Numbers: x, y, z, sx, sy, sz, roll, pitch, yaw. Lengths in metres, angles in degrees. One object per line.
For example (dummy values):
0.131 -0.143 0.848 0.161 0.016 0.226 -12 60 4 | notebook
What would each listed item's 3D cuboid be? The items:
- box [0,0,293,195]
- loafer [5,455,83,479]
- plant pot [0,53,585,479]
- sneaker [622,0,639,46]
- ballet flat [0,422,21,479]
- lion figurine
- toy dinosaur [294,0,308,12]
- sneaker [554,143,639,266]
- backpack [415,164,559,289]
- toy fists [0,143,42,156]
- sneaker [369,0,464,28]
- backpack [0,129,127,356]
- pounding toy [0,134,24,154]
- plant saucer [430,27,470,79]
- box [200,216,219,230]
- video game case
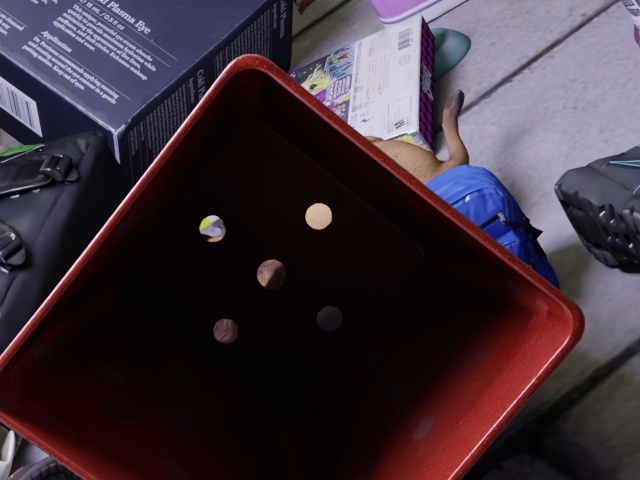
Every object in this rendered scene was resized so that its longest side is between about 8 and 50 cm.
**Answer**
-0.258 -0.257 1.795 0.343 0.179 0.312 36 63 18 | box
-0.274 0.257 1.186 0.078 0.080 0.220 -2 38 45 | loafer
-0.028 0.046 0.995 0.267 0.267 0.236 -51 10 7 | plant pot
0.361 -0.306 1.466 0.120 0.112 0.299 -16 28 29 | sneaker
-0.322 0.185 1.238 0.123 0.123 0.348 -30 3 2 | ballet flat
0.000 0.000 1.262 0.392 0.142 0.240 -41 12 -3 | lion figurine
-0.002 -0.355 2.074 0.082 0.047 0.090 -21 59 2 | toy dinosaur
0.264 -0.019 1.067 0.106 0.101 0.267 -31 25 -5 | sneaker
0.125 0.006 1.151 0.098 0.120 0.101 -32 25 -2 | backpack
-0.370 -0.017 1.728 0.279 0.142 0.096 -13 46 35 | toy fists
0.168 -0.380 1.763 0.282 0.161 0.102 -32 24 -3 | sneaker
-0.388 0.044 1.534 0.355 0.273 0.290 2 48 19 | backpack
-0.344 -0.152 1.891 0.094 0.181 0.206 -13 31 34 | pounding toy
0.110 -0.207 1.672 0.119 0.021 0.119 -25 26 13 | plant saucer
-0.126 -0.031 1.339 0.109 0.042 0.178 -32 9 9 | box
0.022 -0.130 1.581 0.210 0.042 0.232 -22 33 20 | video game case
